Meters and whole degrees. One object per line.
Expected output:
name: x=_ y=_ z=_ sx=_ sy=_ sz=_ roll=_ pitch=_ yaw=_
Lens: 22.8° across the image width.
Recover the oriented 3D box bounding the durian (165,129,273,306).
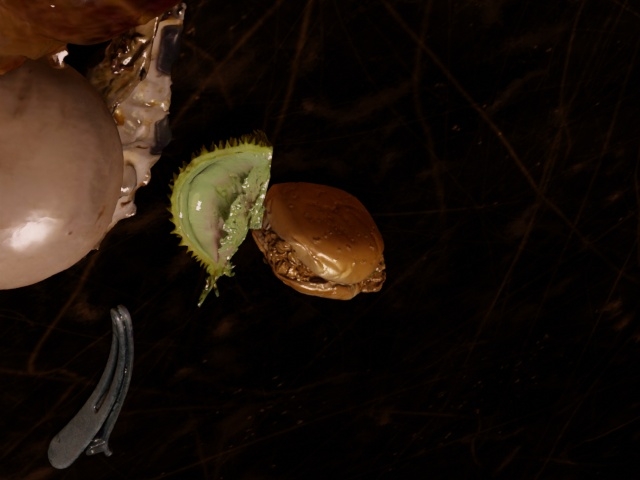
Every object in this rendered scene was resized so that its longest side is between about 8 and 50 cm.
durian: x=-0.103 y=-0.035 z=1.620 sx=0.086 sy=0.100 sz=0.215 roll=-5 pitch=135 yaw=-34

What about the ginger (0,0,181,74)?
ginger: x=-0.176 y=-0.270 z=1.139 sx=0.274 sy=0.152 sz=0.357 roll=-11 pitch=143 yaw=-32

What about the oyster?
oyster: x=-0.181 y=-0.118 z=1.461 sx=0.129 sy=0.078 sz=0.345 roll=-35 pitch=157 yaw=-40

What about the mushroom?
mushroom: x=-0.266 y=-0.050 z=1.349 sx=0.206 sy=0.206 sz=0.209 roll=-27 pitch=150 yaw=-8

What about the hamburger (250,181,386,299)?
hamburger: x=0.000 y=0.000 z=1.734 sx=0.147 sy=0.138 sz=0.083 roll=6 pitch=135 yaw=-39

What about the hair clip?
hair clip: x=-0.253 y=0.165 z=1.859 sx=0.083 sy=0.048 sz=0.275 roll=-8 pitch=138 yaw=-33
